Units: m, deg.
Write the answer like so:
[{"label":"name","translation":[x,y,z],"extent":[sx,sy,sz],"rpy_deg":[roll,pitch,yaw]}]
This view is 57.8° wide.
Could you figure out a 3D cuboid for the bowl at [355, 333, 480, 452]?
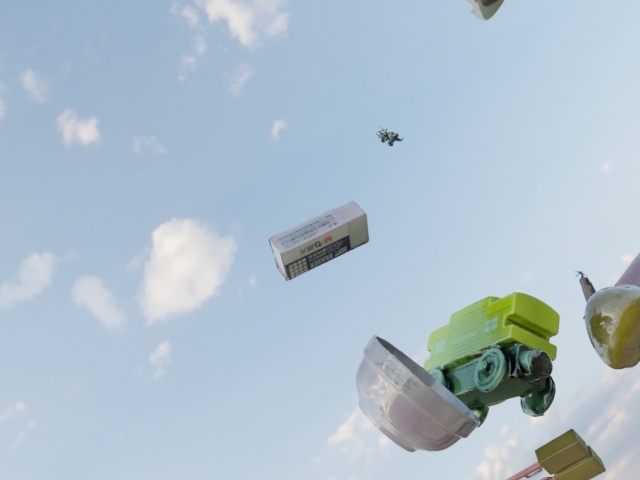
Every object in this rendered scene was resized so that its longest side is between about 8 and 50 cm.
[{"label":"bowl","translation":[0.185,0.347,1.252],"extent":[0.144,0.287,0.287],"rpy_deg":[-50,-35,1]}]

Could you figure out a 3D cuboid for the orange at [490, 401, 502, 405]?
[{"label":"orange","translation":[0.543,0.445,1.938],"extent":[0.236,0.236,0.236],"rpy_deg":[-28,-40,-27]}]

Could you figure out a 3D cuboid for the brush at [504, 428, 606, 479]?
[{"label":"brush","translation":[0.490,0.514,1.272],"extent":[0.233,0.103,0.047],"rpy_deg":[-40,9,20]}]

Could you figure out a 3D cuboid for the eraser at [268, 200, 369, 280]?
[{"label":"eraser","translation":[0.000,0.000,1.711],"extent":[0.287,0.086,0.130],"rpy_deg":[-25,-46,-15]}]

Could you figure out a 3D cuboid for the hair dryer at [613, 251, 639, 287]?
[{"label":"hair dryer","translation":[1.021,0.112,1.624],"extent":[0.210,0.352,0.125],"rpy_deg":[-43,-74,-18]}]

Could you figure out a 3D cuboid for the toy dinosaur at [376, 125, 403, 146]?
[{"label":"toy dinosaur","translation":[0.213,-0.321,1.788],"extent":[0.047,0.083,0.031],"rpy_deg":[128,163,-57]}]

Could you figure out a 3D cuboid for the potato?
[{"label":"potato","translation":[0.699,0.202,1.358],"extent":[0.157,0.157,0.194],"rpy_deg":[5,-98,-49]}]

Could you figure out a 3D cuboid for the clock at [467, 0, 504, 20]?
[{"label":"clock","translation":[0.376,-0.597,1.304],"extent":[0.151,0.062,0.191],"rpy_deg":[-58,-28,14]}]

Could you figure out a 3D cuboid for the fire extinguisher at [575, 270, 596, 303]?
[{"label":"fire extinguisher","translation":[0.848,0.167,1.820],"extent":[0.049,0.173,0.035],"rpy_deg":[-10,-28,7]}]

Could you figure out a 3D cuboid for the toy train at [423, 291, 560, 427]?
[{"label":"toy train","translation":[0.397,0.287,1.402],"extent":[0.442,0.179,0.272],"rpy_deg":[-46,22,57]}]
